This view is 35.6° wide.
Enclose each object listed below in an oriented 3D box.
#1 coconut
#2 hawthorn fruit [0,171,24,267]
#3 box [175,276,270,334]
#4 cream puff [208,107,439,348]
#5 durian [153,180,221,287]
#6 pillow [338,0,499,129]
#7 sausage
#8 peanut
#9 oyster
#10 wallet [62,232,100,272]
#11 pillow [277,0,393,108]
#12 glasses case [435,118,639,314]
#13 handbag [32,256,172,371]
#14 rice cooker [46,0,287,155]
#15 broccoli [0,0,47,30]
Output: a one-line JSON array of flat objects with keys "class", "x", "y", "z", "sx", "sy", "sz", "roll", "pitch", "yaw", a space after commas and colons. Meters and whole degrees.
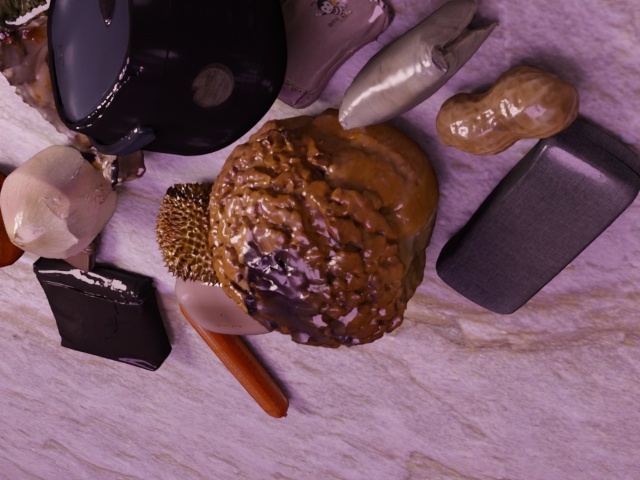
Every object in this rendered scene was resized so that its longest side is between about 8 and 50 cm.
[{"class": "coconut", "x": -0.410, "y": -0.053, "z": 1.545, "sx": 0.171, "sy": 0.183, "sz": 0.171, "roll": 15, "pitch": 133, "yaw": 16}, {"class": "hawthorn fruit", "x": -0.570, "y": -0.033, "z": 1.692, "sx": 0.173, "sy": 0.173, "sz": 0.179, "roll": 39, "pitch": 142, "yaw": -12}, {"class": "box", "x": -0.141, "y": 0.089, "z": 1.617, "sx": 0.200, "sy": 0.088, "sz": 0.146, "roll": -2, "pitch": 134, "yaw": 32}, {"class": "cream puff", "x": 0.000, "y": 0.000, "z": 1.320, "sx": 0.327, "sy": 0.231, "sz": 0.343, "roll": 45, "pitch": 139, "yaw": -15}, {"class": "durian", "x": -0.183, "y": -0.008, "z": 1.494, "sx": 0.158, "sy": 0.137, "sz": 0.168, "roll": -16, "pitch": 94, "yaw": 50}, {"class": "pillow", "x": 0.107, "y": -0.194, "z": 1.119, "sx": 0.078, "sy": 0.134, "sz": 0.181, "roll": 51, "pitch": 138, "yaw": -8}, {"class": "sausage", "x": -0.152, "y": 0.205, "z": 1.782, "sx": 0.053, "sy": 0.053, "sz": 0.348, "roll": -8, "pitch": 129, "yaw": 38}, {"class": "peanut", "x": 0.207, "y": -0.148, "z": 1.141, "sx": 0.193, "sy": 0.089, "sz": 0.089, "roll": -14, "pitch": 125, "yaw": 44}, {"class": "oyster", "x": -0.308, "y": -0.191, "z": 1.374, "sx": 0.198, "sy": 0.133, "sz": 0.337, "roll": 11, "pitch": 141, "yaw": 18}, {"class": "wallet", "x": -0.430, "y": -0.017, "z": 1.713, "sx": 0.118, "sy": 0.039, "sz": 0.152, "roll": 33, "pitch": 138, "yaw": 12}, {"class": "pillow", "x": -0.016, "y": -0.246, "z": 1.206, "sx": 0.131, "sy": 0.038, "sz": 0.233, "roll": 38, "pitch": 139, "yaw": -14}, {"class": "glasses case", "x": 0.267, "y": -0.020, "z": 1.255, "sx": 0.131, "sy": 0.074, "sz": 0.323, "roll": 30, "pitch": 142, "yaw": -3}, {"class": "handbag", "x": -0.403, "y": 0.135, "z": 1.838, "sx": 0.247, "sy": 0.080, "sz": 0.223, "roll": 12, "pitch": 138, "yaw": 20}, {"class": "rice cooker", "x": -0.175, "y": -0.224, "z": 1.145, "sx": 0.224, "sy": 0.267, "sz": 0.267, "roll": 1, "pitch": 161, "yaw": -39}, {"class": "broccoli", "x": -0.343, "y": -0.390, "z": 1.133, "sx": 0.361, "sy": 0.252, "sz": 0.221, "roll": -35, "pitch": 109, "yaw": 3}]
